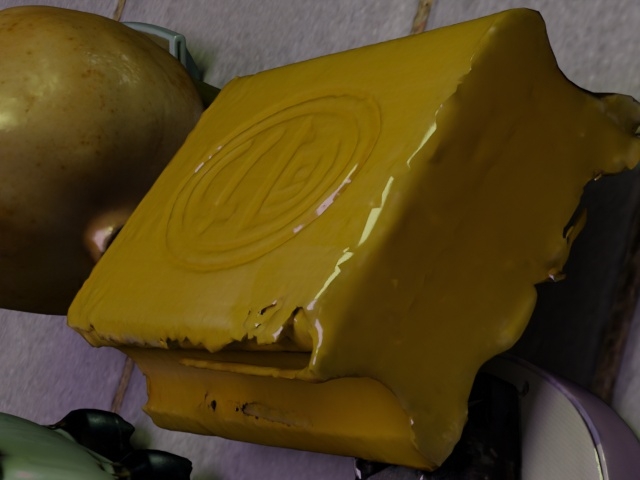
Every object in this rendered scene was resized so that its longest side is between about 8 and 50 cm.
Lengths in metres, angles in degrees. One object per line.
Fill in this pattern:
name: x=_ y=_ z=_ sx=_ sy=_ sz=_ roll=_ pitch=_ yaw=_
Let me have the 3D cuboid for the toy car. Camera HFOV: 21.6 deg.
toy car: x=-0.200 y=0.191 z=1.022 sx=0.255 sy=0.188 sz=0.190 roll=18 pitch=93 yaw=61

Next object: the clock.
clock: x=0.060 y=0.123 z=0.759 sx=0.198 sy=0.064 sz=0.172 roll=-34 pitch=43 yaw=43

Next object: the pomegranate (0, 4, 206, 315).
pomegranate: x=-0.184 y=-0.054 z=1.136 sx=0.233 sy=0.233 sz=0.233 roll=-39 pitch=39 yaw=41

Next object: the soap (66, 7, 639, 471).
soap: x=0.000 y=0.000 z=0.846 sx=0.204 sy=0.096 sz=0.324 roll=-58 pitch=22 yaw=-17

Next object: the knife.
knife: x=-0.104 y=-0.124 z=1.245 sx=0.343 sy=0.027 sz=0.061 roll=-151 pitch=58 yaw=-61
